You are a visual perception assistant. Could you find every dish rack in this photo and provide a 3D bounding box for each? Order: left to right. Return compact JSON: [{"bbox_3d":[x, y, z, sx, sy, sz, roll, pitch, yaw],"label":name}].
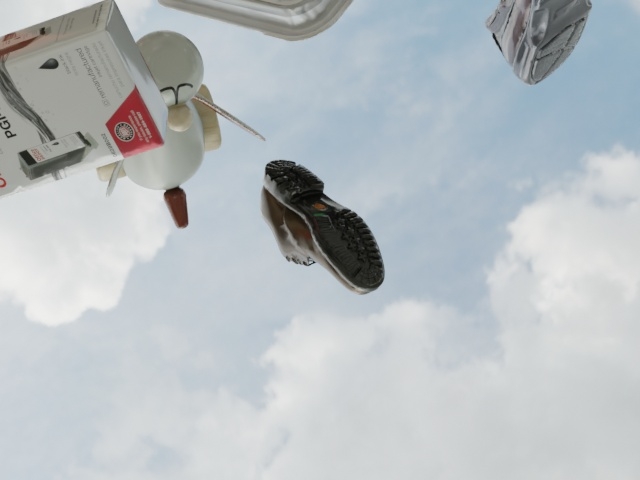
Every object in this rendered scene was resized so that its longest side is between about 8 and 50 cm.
[{"bbox_3d":[-0.059,-0.406,1.282,0.333,0.072,0.285,23,-110,38],"label":"dish rack"}]

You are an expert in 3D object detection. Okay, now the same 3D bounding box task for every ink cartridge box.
[{"bbox_3d":[-0.189,-0.097,0.691,0.135,0.099,0.056,-18,-144,8],"label":"ink cartridge box"}]

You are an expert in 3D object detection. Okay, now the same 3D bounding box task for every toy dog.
[{"bbox_3d":[-0.169,-0.099,1.045,0.220,0.334,0.161,-20,-92,8],"label":"toy dog"}]

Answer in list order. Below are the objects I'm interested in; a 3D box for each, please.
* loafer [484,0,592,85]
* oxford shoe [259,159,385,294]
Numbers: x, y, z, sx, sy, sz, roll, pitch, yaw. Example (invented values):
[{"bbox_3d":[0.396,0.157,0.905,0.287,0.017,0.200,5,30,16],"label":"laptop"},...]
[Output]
[{"bbox_3d":[0.209,-0.265,0.909,0.109,0.302,0.095,-35,-112,-18],"label":"loafer"},{"bbox_3d":[0.000,0.000,1.218,0.083,0.096,0.227,-9,-137,-35],"label":"oxford shoe"}]
